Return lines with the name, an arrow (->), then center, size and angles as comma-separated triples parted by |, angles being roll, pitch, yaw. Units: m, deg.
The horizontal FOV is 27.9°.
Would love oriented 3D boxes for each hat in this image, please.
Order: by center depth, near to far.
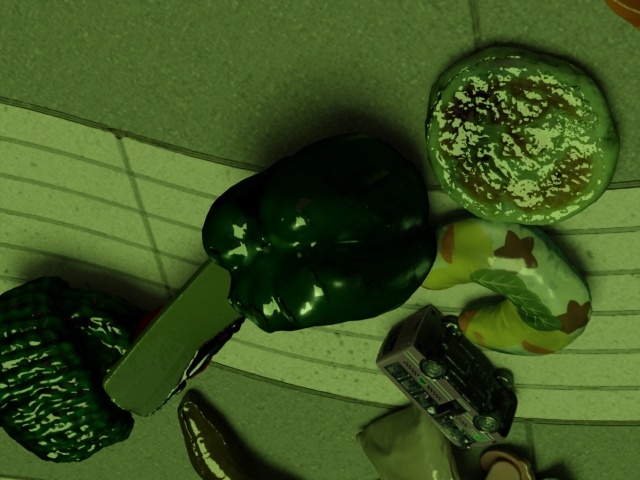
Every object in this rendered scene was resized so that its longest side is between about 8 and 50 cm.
hat -> -0.309, 0.158, 1.850 | 0.332, 0.242, 0.274 | -21, 139, 5

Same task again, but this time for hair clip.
hair clip -> 0.270, 0.372, 1.888 | 0.123, 0.102, 0.138 | 25, 98, 27

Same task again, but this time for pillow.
pillow -> 0.233, 0.060, 1.646 | 0.214, 0.086, 0.233 | -22, 121, 44
pillow -> 0.144, 0.367, 1.865 | 0.173, 0.067, 0.270 | -21, 87, 46

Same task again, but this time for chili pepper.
chili pepper -> 0.000, 0.000, 1.550 | 0.248, 0.256, 0.233 | -30, 87, 35

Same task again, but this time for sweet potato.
sweet potato -> -0.130, 0.352, 2.012 | 0.112, 0.085, 0.286 | -38, 99, 2

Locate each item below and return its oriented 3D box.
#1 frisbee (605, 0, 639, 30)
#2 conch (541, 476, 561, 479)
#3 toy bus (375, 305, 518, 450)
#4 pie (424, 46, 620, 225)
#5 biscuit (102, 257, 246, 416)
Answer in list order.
frisbee -> 0.377, -0.290, 1.337 | 0.192, 0.035, 0.192 | 10, 130, 13
conch -> 0.353, 0.395, 1.888 | 0.065, 0.088, 0.180 | -31, 135, -12
toy bus -> 0.174, 0.193, 1.757 | 0.108, 0.096, 0.199 | -30, 111, 40
pie -> 0.230, -0.118, 1.509 | 0.240, 0.054, 0.241 | 9, 124, 14
biscuit -> -0.163, 0.106, 1.737 | 0.099, 0.038, 0.322 | 40, 96, -22
